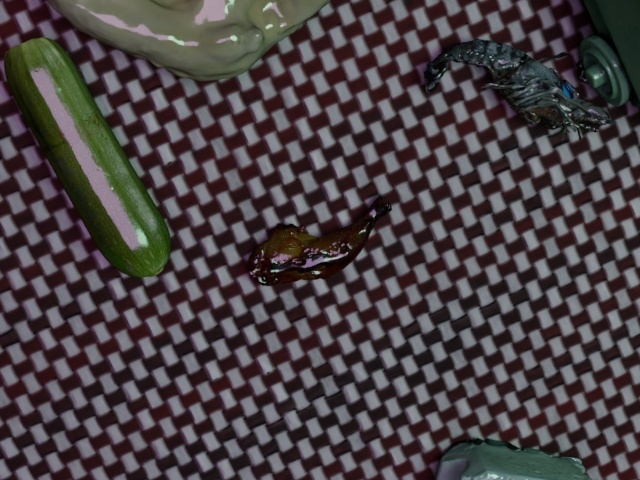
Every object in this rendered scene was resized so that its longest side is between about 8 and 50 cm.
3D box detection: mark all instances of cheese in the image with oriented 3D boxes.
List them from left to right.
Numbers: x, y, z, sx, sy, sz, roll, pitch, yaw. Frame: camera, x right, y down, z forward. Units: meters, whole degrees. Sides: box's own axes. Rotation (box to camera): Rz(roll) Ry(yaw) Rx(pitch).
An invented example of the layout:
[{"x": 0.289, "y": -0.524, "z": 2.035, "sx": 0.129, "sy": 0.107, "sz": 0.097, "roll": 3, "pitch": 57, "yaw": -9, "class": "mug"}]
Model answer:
[{"x": -0.103, "y": -0.302, "z": 0.803, "sx": 0.326, "sy": 0.115, "sz": 0.318, "roll": -31, "pitch": 100, "yaw": -1, "class": "cheese"}]

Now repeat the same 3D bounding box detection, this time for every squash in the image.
[{"x": -0.201, "y": -0.069, "z": 0.850, "sx": 0.066, "sy": 0.066, "sz": 0.229, "roll": -28, "pitch": 100, "yaw": -2, "class": "squash"}]

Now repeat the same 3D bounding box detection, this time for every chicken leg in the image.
[{"x": 0.001, "y": 0.005, "z": 0.903, "sx": 0.145, "sy": 0.037, "sz": 0.062, "roll": -15, "pitch": 86, "yaw": -2, "class": "chicken leg"}]

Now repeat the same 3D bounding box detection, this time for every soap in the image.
[{"x": 0.166, "y": 0.332, "z": 0.934, "sx": 0.150, "sy": 0.094, "sz": 0.262, "roll": 12, "pitch": 96, "yaw": -7, "class": "soap"}]

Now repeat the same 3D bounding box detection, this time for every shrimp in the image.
[{"x": 0.183, "y": -0.142, "z": 0.876, "sx": 0.174, "sy": 0.082, "sz": 0.076, "roll": 19, "pitch": 100, "yaw": -1, "class": "shrimp"}]

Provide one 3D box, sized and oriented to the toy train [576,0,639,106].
[{"x": 0.269, "y": -0.234, "z": 0.811, "sx": 0.120, "sy": 0.202, "sz": 0.301, "roll": -28, "pitch": 100, "yaw": -6, "class": "toy train"}]
